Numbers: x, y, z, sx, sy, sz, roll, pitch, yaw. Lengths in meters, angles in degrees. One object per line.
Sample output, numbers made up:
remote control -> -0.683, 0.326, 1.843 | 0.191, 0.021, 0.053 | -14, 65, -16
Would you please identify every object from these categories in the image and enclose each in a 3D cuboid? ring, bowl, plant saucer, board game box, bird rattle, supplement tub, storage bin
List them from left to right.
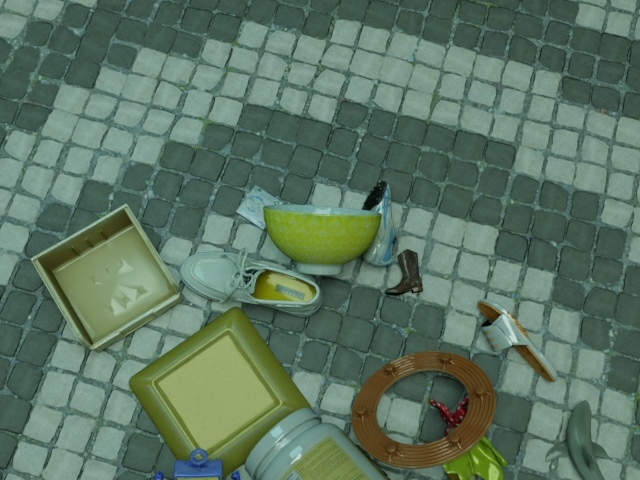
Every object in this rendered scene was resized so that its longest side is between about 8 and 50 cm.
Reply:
storage bin -> -0.518, 0.097, 1.887 | 0.262, 0.123, 0.260 | -32, 76, -11
plant saucer -> -0.245, 0.368, 1.831 | 0.333, 0.081, 0.332 | -35, 76, -11
board game box -> -0.159, -0.085, 2.006 | 0.090, 0.020, 0.090 | 34, 74, 9
bowl -> 0.000, 0.000, 1.875 | 0.290, 0.289, 0.155 | 4, 97, 0
supplement tub -> 0.015, 0.556, 1.677 | 0.241, 0.241, 0.331 | -41, 64, -13
ring -> 0.231, 0.374, 1.757 | 0.337, 0.032, 0.336 | -15, 35, 11
bird rattle -> 0.312, 0.488, 1.752 | 0.143, 0.253, 0.206 | -8, 111, -10

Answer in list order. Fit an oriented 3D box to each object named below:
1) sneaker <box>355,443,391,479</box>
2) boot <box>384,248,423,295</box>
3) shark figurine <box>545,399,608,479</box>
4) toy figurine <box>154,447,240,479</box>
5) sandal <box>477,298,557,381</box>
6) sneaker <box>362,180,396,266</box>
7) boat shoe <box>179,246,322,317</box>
sneaker -> 0.114, 0.559, 1.797 | 0.071, 0.068, 0.170 | -45, 69, 2
boot -> 0.205, 0.080, 1.953 | 0.107, 0.037, 0.114 | -4, 75, -16
shark figurine -> 0.649, 0.530, 1.784 | 0.166, 0.116, 0.278 | -32, 74, -9
toy figurine -> -0.241, 0.568, 1.676 | 0.363, 0.191, 0.217 | 1, 95, -6
sandal -> 0.467, 0.257, 1.870 | 0.076, 0.102, 0.265 | -38, 79, -15
sneaker -> 0.157, -0.041, 1.977 | 0.086, 0.085, 0.237 | 21, 62, -30
boat shoe -> -0.173, 0.099, 1.876 | 0.367, 0.156, 0.135 | 17, 73, 4
